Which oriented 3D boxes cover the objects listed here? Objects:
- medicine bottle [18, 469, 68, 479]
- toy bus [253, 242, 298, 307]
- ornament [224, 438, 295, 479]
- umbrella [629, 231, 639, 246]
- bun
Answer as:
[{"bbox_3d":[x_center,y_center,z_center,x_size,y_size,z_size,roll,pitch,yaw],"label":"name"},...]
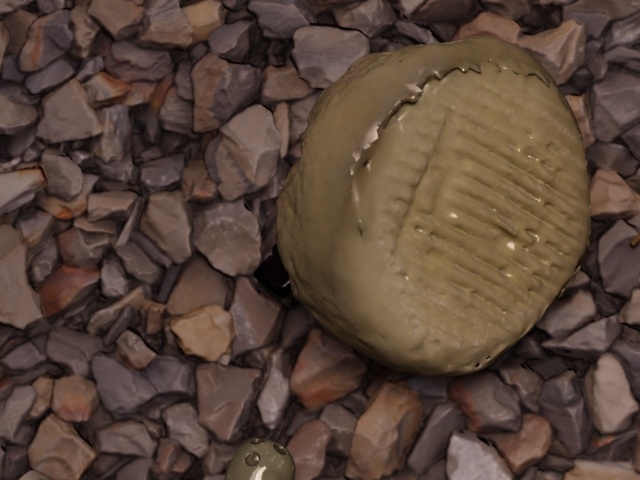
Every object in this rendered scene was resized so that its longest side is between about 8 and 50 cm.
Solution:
[{"bbox_3d":[-0.263,0.303,1.541,0.140,0.079,0.079,26,73,17],"label":"medicine bottle"},{"bbox_3d":[0.000,0.000,1.635,0.057,0.072,0.172,38,75,19],"label":"toy bus"},{"bbox_3d":[-0.075,0.285,1.526,0.081,0.075,0.156,12,67,32],"label":"ornament"},{"bbox_3d":[0.405,-0.050,1.626,0.165,0.025,0.027,-43,51,-12],"label":"umbrella"},{"bbox_3d":[0.112,-0.046,1.532,0.360,0.359,0.211,-45,25,-11],"label":"bun"}]
